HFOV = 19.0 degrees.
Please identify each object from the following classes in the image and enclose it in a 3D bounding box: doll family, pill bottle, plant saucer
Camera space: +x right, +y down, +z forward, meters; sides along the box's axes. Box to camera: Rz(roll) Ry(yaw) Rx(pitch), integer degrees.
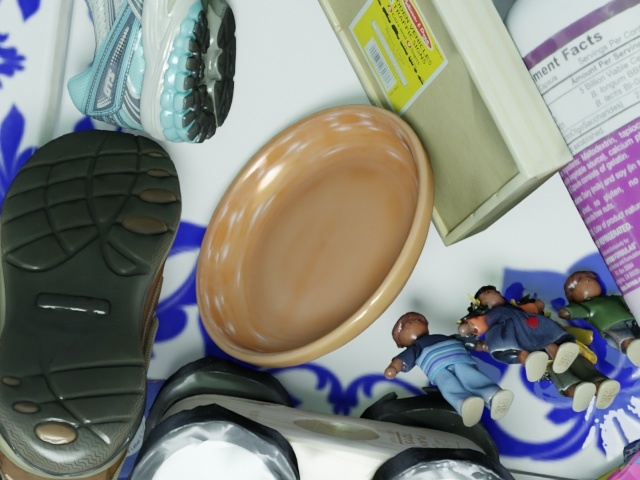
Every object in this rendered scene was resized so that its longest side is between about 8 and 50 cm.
[{"bbox_3d":[0.133,0.067,1.281,0.111,0.193,0.076,50,130,46],"label":"doll family"},{"bbox_3d":[0.219,-0.101,1.242,0.169,0.169,0.301,-27,83,12],"label":"pill bottle"},{"bbox_3d":[0.000,0.000,1.315,0.200,0.037,0.200,-24,49,30],"label":"plant saucer"}]

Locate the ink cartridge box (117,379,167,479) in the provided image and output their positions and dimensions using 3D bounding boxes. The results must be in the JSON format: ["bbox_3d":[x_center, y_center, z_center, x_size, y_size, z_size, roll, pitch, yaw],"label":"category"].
[{"bbox_3d":[-0.235,0.274,1.402,0.324,0.071,0.330,-5,90,14],"label":"ink cartridge box"}]

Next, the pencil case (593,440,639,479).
[{"bbox_3d":[0.251,0.245,1.269,0.104,0.104,0.236,-42,79,10],"label":"pencil case"}]

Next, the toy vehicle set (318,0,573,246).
[{"bbox_3d":[0.064,-0.139,1.284,0.035,0.166,0.267,-24,83,-21],"label":"toy vehicle set"}]

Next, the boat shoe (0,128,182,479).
[{"bbox_3d":[-0.168,0.055,1.292,0.122,0.324,0.120,10,132,-3],"label":"boat shoe"}]

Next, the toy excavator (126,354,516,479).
[{"bbox_3d":[0.048,0.333,1.260,0.433,0.222,0.445,10,97,-4],"label":"toy excavator"}]

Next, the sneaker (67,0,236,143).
[{"bbox_3d":[-0.126,-0.214,1.359,0.122,0.110,0.283,6,91,17],"label":"sneaker"}]

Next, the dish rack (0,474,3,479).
[{"bbox_3d":[-0.308,0.074,1.400,0.271,0.074,0.208,12,79,10],"label":"dish rack"}]
